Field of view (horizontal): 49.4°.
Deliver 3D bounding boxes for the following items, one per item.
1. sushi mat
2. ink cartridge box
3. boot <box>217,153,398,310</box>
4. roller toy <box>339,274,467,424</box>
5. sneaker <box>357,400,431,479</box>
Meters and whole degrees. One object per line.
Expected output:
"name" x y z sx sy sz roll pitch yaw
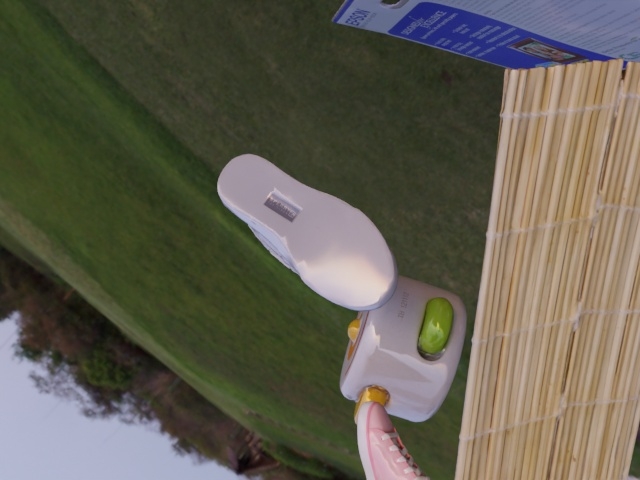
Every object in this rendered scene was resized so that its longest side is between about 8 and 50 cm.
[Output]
"sushi mat" 0.158 0.049 0.434 0.019 0.151 0.317 -138 48 -63
"ink cartridge box" 0.188 -0.235 0.671 0.307 0.072 0.303 14 -177 -10
"boot" 0.000 0.000 0.768 0.258 0.095 0.123 41 179 33
"roller toy" 0.108 0.150 0.988 0.146 0.209 0.191 19 -165 0
"sneaker" 0.077 0.208 0.623 0.070 0.134 0.051 -16 161 25
